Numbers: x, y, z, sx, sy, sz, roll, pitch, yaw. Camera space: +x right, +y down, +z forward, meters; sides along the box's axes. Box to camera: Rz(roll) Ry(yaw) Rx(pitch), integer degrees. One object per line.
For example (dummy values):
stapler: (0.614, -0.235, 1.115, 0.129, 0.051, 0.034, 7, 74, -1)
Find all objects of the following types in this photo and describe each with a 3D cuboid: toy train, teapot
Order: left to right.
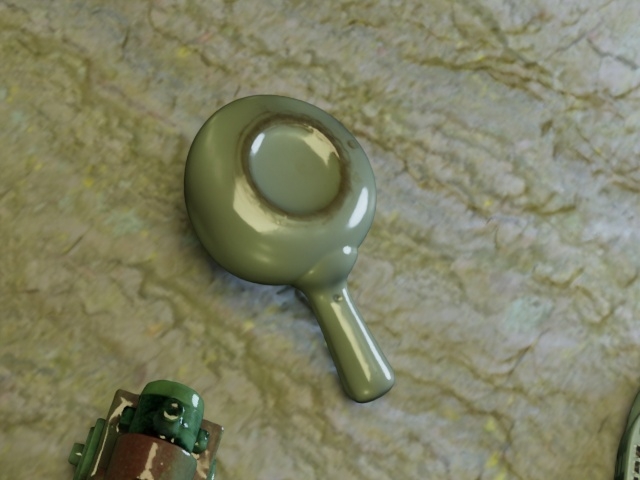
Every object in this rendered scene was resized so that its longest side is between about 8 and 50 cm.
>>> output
toy train: (-0.179, 0.268, 1.823, 0.150, 0.221, 0.304, 18, 66, -5)
teapot: (-0.033, 0.007, 1.997, 0.219, 0.149, 0.318, -1, 68, -23)
toy train: (0.347, 0.215, 2.067, 0.051, 0.052, 0.234, 12, 67, -4)
